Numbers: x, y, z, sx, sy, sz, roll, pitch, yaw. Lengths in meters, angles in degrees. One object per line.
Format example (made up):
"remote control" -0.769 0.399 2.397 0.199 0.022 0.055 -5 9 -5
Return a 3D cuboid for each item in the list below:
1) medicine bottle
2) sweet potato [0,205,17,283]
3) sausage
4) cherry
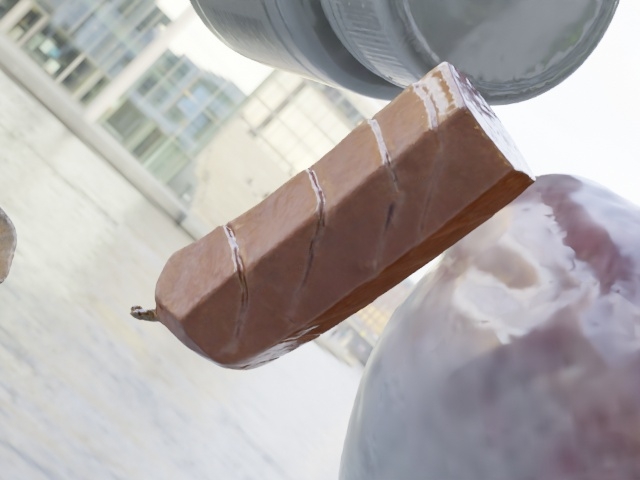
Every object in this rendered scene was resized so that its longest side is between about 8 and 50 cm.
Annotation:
"medicine bottle" 0.042 -0.207 0.812 0.208 0.208 0.340 45 -7 -28
"sweet potato" -0.374 -0.046 1.125 0.251 0.097 0.097 46 -1 38
"sausage" 0.000 0.001 0.464 0.065 0.169 0.065 47 20 -22
"cherry" 0.149 0.155 0.603 0.335 0.326 0.291 41 33 -6
